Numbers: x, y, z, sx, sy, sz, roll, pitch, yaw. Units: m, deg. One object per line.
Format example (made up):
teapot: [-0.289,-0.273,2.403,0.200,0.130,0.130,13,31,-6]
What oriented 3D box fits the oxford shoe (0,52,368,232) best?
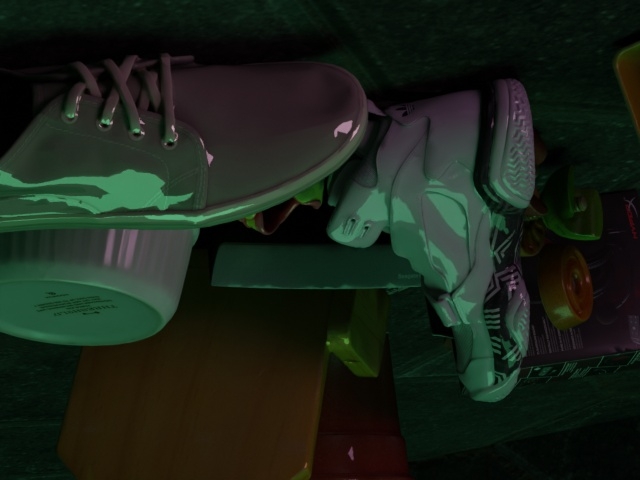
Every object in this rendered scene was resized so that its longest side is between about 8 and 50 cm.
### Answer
oxford shoe: [-0.176,-0.100,1.411,0.450,0.169,0.130,-6,141,-7]

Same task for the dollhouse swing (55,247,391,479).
dollhouse swing: [-0.116,0.175,1.924,0.347,0.304,0.315,2,165,12]

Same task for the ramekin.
ramekin: [-0.264,0.019,1.682,0.273,0.127,0.273,3,158,1]

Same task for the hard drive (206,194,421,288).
hard drive: [0.000,0.000,1.812,0.255,0.054,0.172,0,-156,-6]

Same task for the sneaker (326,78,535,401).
sneaker: [0.112,0.005,1.684,0.210,0.365,0.137,-1,-153,1]

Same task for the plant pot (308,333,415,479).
plant pot: [-0.005,0.218,2.270,0.273,0.265,0.272,-2,169,0]

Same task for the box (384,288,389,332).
box: [-0.001,0.088,2.141,0.178,0.109,0.042,-7,125,5]

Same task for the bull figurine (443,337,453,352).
bull figurine: [0.267,0.099,2.348,0.188,0.101,0.310,-9,163,-8]

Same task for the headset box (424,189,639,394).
headset box: [0.280,0.070,2.063,0.293,0.218,0.110,-7,162,-5]

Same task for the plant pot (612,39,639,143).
plant pot: [0.450,-0.126,1.576,0.212,0.212,0.187,-23,171,38]

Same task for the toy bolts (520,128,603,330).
toy bolts: [0.205,-0.010,1.839,0.159,0.218,0.228,-12,146,30]

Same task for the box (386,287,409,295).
box: [0.107,0.046,2.219,0.137,0.027,0.094,-22,160,36]

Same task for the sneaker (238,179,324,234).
sneaker: [-0.081,-0.047,1.710,0.209,0.094,0.081,-19,162,35]
